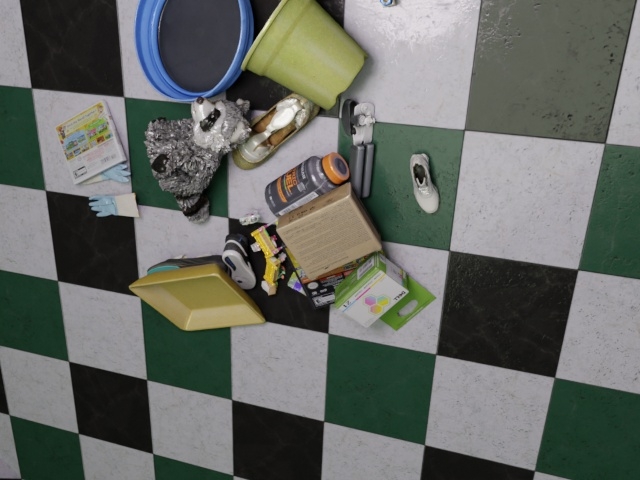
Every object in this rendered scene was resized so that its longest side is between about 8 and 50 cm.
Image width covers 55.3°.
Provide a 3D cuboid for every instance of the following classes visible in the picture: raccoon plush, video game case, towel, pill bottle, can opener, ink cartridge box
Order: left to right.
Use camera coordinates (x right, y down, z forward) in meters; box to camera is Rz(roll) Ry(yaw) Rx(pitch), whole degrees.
[{"bbox_3d":[-0.751,-0.316,1.986,0.226,0.026,0.206,-20,89,25],"label":"video game case"},{"bbox_3d":[-0.312,-0.246,1.798,0.299,0.446,0.216,-14,66,3],"label":"raccoon plush"},{"bbox_3d":[-0.061,0.142,1.965,0.083,0.009,0.060,30,118,5],"label":"towel"},{"bbox_3d":[-0.035,-0.160,1.755,0.245,0.130,0.130,-28,100,33],"label":"pill bottle"},{"bbox_3d":[0.025,-0.023,1.702,0.234,0.088,0.193,-24,118,16],"label":"ink cartridge box"},{"bbox_3d":[0.058,0.068,1.827,0.274,0.035,0.248,-18,118,14],"label":"video game case"},{"bbox_3d":[0.109,-0.257,1.730,0.093,0.074,0.281,23,120,48],"label":"can opener"},{"bbox_3d":[0.197,0.179,1.808,0.255,0.097,0.189,36,117,-17],"label":"ink cartridge box"}]

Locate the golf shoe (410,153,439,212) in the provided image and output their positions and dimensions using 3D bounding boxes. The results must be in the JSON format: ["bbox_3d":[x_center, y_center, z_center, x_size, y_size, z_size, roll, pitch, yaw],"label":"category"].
[{"bbox_3d":[0.283,-0.150,1.695,0.069,0.086,0.176,-14,107,21],"label":"golf shoe"}]

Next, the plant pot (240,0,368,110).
[{"bbox_3d":[-0.025,-0.485,1.590,0.253,0.276,0.276,34,118,-10],"label":"plant pot"}]

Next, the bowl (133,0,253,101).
[{"bbox_3d":[-0.351,-0.579,1.689,0.391,0.077,0.391,4,98,30],"label":"bowl"}]

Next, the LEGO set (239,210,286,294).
[{"bbox_3d":[-0.145,0.035,1.922,0.132,0.107,0.287,8,123,47],"label":"LEGO set"}]

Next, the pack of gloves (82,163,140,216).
[{"bbox_3d":[-0.699,-0.177,2.047,0.232,0.046,0.195,1,110,29],"label":"pack of gloves"}]

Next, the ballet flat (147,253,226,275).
[{"bbox_3d":[-0.434,0.093,2.024,0.280,0.096,0.095,-3,124,15],"label":"ballet flat"}]

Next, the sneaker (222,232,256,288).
[{"bbox_3d":[-0.250,0.057,1.962,0.079,0.121,0.217,-2,144,10],"label":"sneaker"}]

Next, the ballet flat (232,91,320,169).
[{"bbox_3d":[-0.148,-0.313,1.759,0.348,0.123,0.123,-34,97,27],"label":"ballet flat"}]

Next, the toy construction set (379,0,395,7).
[{"bbox_3d":[0.142,-0.758,1.480,0.215,0.151,0.328,-35,107,27],"label":"toy construction set"}]

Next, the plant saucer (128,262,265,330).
[{"bbox_3d":[-0.387,0.178,1.982,0.332,0.081,0.333,-9,144,21],"label":"plant saucer"}]
